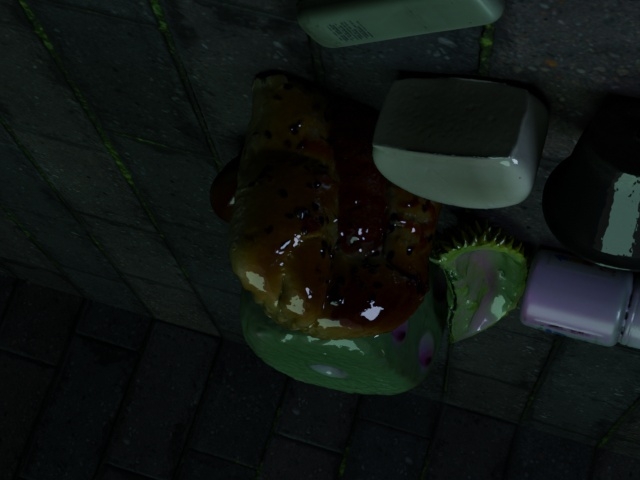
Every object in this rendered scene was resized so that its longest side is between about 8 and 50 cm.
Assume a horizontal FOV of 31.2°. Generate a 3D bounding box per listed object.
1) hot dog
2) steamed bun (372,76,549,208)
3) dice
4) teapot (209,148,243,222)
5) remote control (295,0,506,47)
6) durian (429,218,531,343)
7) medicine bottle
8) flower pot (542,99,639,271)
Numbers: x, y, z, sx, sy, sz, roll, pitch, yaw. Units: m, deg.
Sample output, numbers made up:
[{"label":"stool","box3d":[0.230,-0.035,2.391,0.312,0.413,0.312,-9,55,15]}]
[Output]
[{"label":"hot dog","box3d":[0.020,-0.031,1.799,0.367,0.365,0.196,23,158,-21]},{"label":"steamed bun","box3d":[0.205,-0.137,1.652,0.242,0.146,0.164,7,156,26]},{"label":"dice","box3d":[0.054,0.105,2.242,0.318,0.330,0.322,2,156,29]},{"label":"teapot","box3d":[-0.114,-0.118,2.090,0.178,0.135,0.252,-10,158,-32]},{"label":"remote control","box3d":[0.094,-0.294,1.474,0.309,0.038,0.090,0,154,44]},{"label":"durian","box3d":[0.295,0.076,2.152,0.158,0.169,0.352,22,153,24]},{"label":"medicine bottle","box3d":[0.504,0.113,2.102,0.254,0.152,0.152,15,162,14]},{"label":"flower pot","box3d":[0.420,-0.089,1.531,0.235,0.235,0.148,14,143,15]}]
